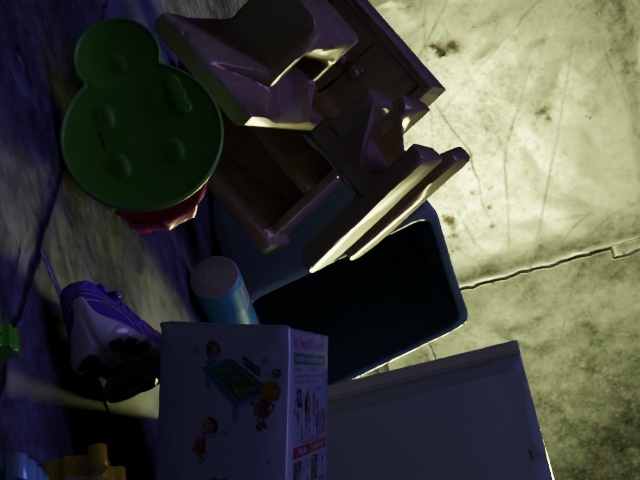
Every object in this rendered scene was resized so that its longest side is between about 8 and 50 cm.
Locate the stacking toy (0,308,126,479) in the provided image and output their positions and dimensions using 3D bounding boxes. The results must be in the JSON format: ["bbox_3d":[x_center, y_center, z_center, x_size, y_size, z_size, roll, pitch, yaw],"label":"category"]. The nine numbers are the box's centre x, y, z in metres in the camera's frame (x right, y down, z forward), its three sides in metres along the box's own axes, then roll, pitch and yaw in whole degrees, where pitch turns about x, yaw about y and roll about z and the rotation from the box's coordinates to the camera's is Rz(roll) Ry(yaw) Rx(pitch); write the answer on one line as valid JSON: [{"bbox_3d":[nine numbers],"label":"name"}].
[{"bbox_3d":[-0.162,0.155,0.829,0.221,0.052,0.167,65,10,-48],"label":"stacking toy"}]

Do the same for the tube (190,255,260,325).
[{"bbox_3d":[-0.089,0.093,1.611,0.207,0.052,0.080,71,33,-54],"label":"tube"}]

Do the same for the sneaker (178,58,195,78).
[{"bbox_3d":[-0.124,-0.168,1.833,0.188,0.066,0.071,60,18,-66],"label":"sneaker"}]

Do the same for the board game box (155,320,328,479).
[{"bbox_3d":[-0.053,0.215,1.097,0.224,0.097,0.303,40,52,-81],"label":"board game box"}]

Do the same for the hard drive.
[{"bbox_3d":[0.049,0.214,1.337,0.040,0.307,0.203,-92,166,-62],"label":"hard drive"}]

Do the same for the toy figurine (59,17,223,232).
[{"bbox_3d":[-0.150,-0.077,1.260,0.159,0.130,0.173,93,-23,-70],"label":"toy figurine"}]

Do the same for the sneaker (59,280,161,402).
[{"bbox_3d":[-0.145,0.069,1.101,0.170,0.068,0.071,68,-4,-69],"label":"sneaker"}]

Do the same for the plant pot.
[{"bbox_3d":[0.000,0.000,1.825,0.252,0.247,0.248,62,-3,38],"label":"plant pot"}]

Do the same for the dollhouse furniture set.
[{"bbox_3d":[-0.065,-0.127,1.437,0.362,0.256,0.394,50,15,9],"label":"dollhouse furniture set"}]
